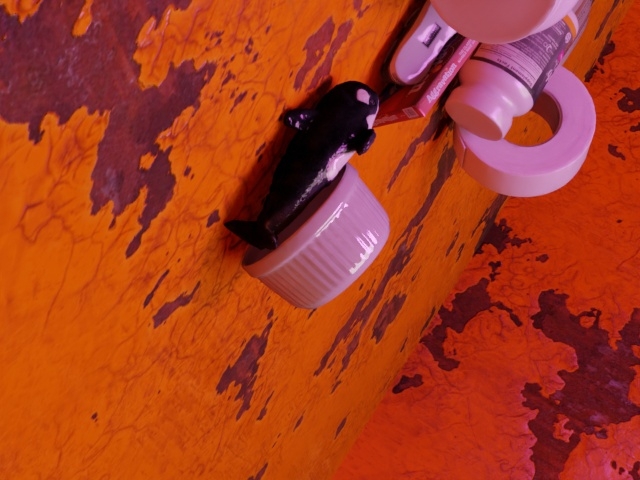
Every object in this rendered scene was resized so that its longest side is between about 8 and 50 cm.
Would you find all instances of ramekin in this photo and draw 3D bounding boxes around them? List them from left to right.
[{"bbox_3d":[0.000,0.000,1.469,0.207,0.109,0.207,-42,-167,12],"label":"ramekin"}]

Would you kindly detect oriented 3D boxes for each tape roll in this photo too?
[{"bbox_3d":[0.413,-0.234,2.184,0.286,0.286,0.100,-55,165,-18],"label":"tape roll"}]

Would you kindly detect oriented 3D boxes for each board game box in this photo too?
[{"bbox_3d":[0.185,-0.291,1.685,0.145,0.027,0.281,-4,-135,56],"label":"board game box"}]

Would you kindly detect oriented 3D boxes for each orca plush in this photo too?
[{"bbox_3d":[-0.032,-0.126,1.421,0.287,0.102,0.151,-47,-153,-11],"label":"orca plush"}]

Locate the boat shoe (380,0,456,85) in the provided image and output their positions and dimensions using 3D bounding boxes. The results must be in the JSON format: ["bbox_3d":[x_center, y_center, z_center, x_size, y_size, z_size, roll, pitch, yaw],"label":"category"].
[{"bbox_3d":[0.168,-0.332,1.646,0.219,0.078,0.070,-51,-156,-12],"label":"boat shoe"}]

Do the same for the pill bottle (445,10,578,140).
[{"bbox_3d":[0.368,-0.342,2.069,0.278,0.162,0.162,-57,164,-10],"label":"pill bottle"}]

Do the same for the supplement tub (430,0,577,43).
[{"bbox_3d":[0.292,-0.428,1.524,0.316,0.228,0.228,-49,162,-47],"label":"supplement tub"}]

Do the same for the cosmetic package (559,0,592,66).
[{"bbox_3d":[0.485,-0.498,2.214,0.153,0.129,0.296,-58,165,-12],"label":"cosmetic package"}]
